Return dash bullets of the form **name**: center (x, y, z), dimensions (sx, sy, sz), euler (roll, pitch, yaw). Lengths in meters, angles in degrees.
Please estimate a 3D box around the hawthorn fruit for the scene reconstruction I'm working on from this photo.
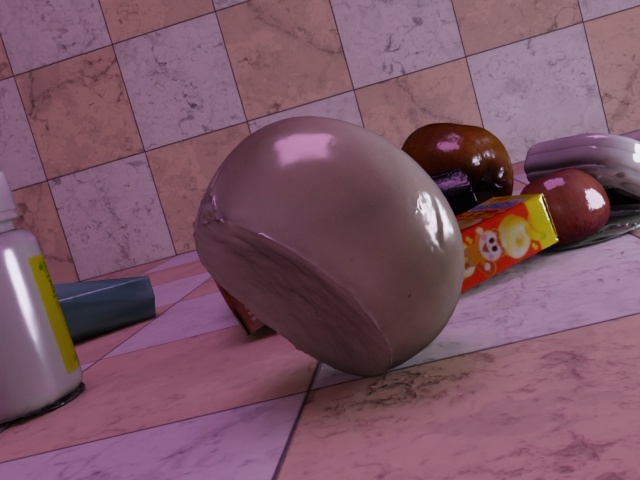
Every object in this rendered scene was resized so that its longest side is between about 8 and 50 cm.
- **hawthorn fruit**: center (0.291, -0.129, 1.617), dimensions (0.267, 0.268, 0.301), euler (-19, 8, -26)

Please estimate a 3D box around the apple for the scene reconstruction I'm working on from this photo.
- **apple**: center (0.411, -0.059, 1.283), dimensions (0.153, 0.120, 0.153), euler (-21, 5, 2)

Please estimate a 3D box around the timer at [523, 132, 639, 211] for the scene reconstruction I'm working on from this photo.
- **timer**: center (0.525, -0.121, 1.396), dimensions (0.237, 0.087, 0.262), euler (20, -8, -22)

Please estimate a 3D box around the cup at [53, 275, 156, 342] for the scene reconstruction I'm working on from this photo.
- **cup**: center (-0.518, 0.160, 1.783), dimensions (0.235, 0.134, 0.148), euler (-9, -24, -25)

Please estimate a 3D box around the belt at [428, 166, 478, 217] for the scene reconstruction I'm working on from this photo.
- **belt**: center (0.242, -0.042, 1.387), dimensions (0.078, 0.198, 0.151), euler (-15, 44, 1)

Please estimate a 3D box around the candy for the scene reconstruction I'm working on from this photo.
- **candy**: center (0.227, 0.016, 1.202), dimensions (0.276, 0.088, 0.146), euler (-24, 8, -19)

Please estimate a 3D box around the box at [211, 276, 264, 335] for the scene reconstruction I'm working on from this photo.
- **box**: center (0.000, 0.000, 1.402), dimensions (0.385, 0.122, 0.344), euler (-31, 5, -2)

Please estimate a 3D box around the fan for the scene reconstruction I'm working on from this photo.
- **fan**: center (0.512, -0.022, 1.269), dimensions (0.233, 0.012, 0.414), euler (-21, 7, -29)

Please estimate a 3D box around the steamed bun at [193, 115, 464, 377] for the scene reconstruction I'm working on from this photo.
- **steamed bun**: center (0.019, -0.001, 0.876), dimensions (0.324, 0.324, 0.206), euler (-6, 43, 56)

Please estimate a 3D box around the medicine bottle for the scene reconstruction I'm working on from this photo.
- **medicine bottle**: center (-0.537, 0.096, 1.195), dimensions (0.213, 0.379, 0.213), euler (-17, 7, 2)
